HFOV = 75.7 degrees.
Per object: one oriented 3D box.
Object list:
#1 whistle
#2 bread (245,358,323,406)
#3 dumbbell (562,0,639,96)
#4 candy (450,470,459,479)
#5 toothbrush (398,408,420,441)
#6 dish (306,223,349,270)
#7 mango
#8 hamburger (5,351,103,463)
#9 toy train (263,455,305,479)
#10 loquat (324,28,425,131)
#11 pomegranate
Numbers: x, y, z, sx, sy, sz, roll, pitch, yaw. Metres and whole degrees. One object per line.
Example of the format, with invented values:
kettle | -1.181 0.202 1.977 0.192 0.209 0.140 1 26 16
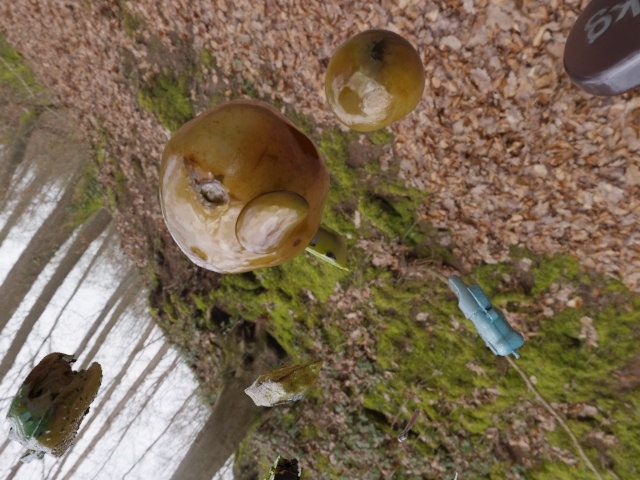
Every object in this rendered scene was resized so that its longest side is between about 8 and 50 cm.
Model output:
whistle | 0.459 0.211 1.160 0.274 0.093 0.186 56 -176 27
bread | -0.097 0.381 1.096 0.160 0.088 0.233 -6 165 -33
dumbbell | 0.348 -0.149 0.376 0.225 0.124 0.140 27 152 -19
candy | 0.283 0.497 0.858 0.025 0.023 0.084 9 132 18
toothbrush | 0.308 0.621 1.399 0.020 0.025 0.286 59 -162 16
dish | 0.000 0.000 1.484 0.262 0.109 0.221 25 176 35
mango | -0.093 -0.032 0.741 0.102 0.085 0.184 35 144 -19
hamburger | -0.710 0.433 1.098 0.167 0.288 0.192 21 147 -8
toy train | -0.134 0.735 1.126 0.100 0.297 0.161 24 -161 -3
loquat | 0.140 -0.412 1.082 0.263 0.263 0.263 37 -178 -1
pomegranate | -0.181 -0.119 0.996 0.416 0.417 0.416 37 -178 -1
